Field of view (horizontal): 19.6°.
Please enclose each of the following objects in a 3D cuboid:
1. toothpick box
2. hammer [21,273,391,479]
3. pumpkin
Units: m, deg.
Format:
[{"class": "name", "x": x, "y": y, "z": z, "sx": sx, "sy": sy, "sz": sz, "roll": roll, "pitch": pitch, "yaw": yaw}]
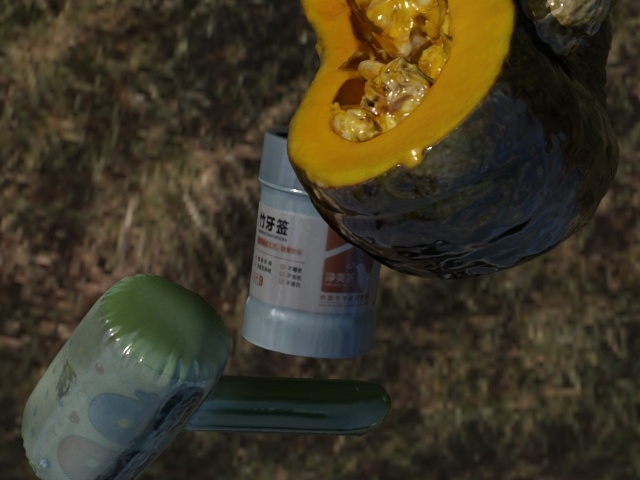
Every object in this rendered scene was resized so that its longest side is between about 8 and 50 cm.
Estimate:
[{"class": "toothpick box", "x": 0.000, "y": 0.000, "z": 1.356, "sx": 0.101, "sy": 0.101, "sz": 0.153, "roll": 6, "pitch": 101, "yaw": -2}, {"class": "hammer", "x": -0.074, "y": 0.129, "z": 1.558, "sx": 0.335, "sy": 0.119, "sz": 0.206, "roll": 6, "pitch": 140, "yaw": -38}, {"class": "pumpkin", "x": 0.101, "y": -0.117, "z": 1.176, "sx": 0.221, "sy": 0.317, "sz": 0.139, "roll": -19, "pitch": 127, "yaw": 22}]
